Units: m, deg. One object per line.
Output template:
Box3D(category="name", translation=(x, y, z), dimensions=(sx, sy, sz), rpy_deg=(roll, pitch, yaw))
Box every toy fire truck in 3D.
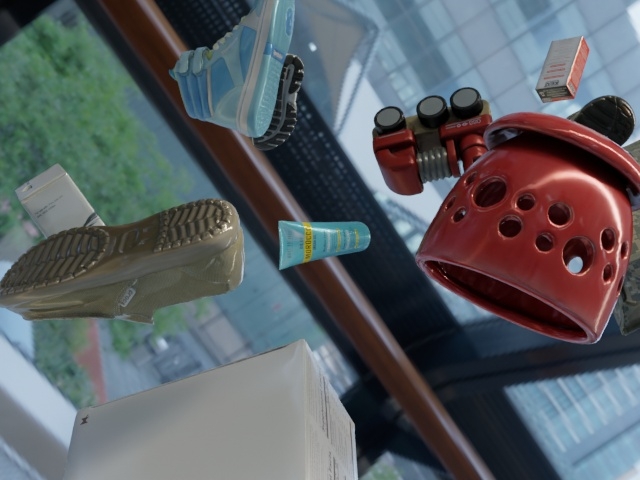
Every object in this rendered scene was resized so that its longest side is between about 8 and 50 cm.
Box3D(category="toy fire truck", translation=(0.215, -0.117, 1.809), dimensions=(0.158, 0.217, 0.246), rpy_deg=(65, 17, -49))

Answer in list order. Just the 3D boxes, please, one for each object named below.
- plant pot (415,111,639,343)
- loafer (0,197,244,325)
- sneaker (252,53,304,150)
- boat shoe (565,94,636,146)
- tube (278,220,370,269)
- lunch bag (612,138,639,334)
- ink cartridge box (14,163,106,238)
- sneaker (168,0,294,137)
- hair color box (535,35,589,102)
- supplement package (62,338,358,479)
Box3D(category="plant pot", translation=(0.212, -0.014, 0.981), dimensions=(0.191, 0.174, 0.191), rpy_deg=(28, -10, 5))
Box3D(category="loafer", translation=(-0.191, 0.038, 0.985), dimensions=(0.102, 0.269, 0.092), rpy_deg=(-75, 147, -51))
Box3D(category="sneaker", translation=(-0.092, -0.284, 2.062), dimensions=(0.081, 0.208, 0.094), rpy_deg=(12, 20, -27))
Box3D(category="boat shoe", translation=(0.429, -0.143, 1.874), dimensions=(0.122, 0.324, 0.120), rpy_deg=(56, 3, -4))
Box3D(category="tube", translation=(0.000, 0.000, 1.729), dimensions=(0.207, 0.052, 0.080), rpy_deg=(-7, 94, -47))
Box3D(category="lunch bag", translation=(0.507, -0.034, 1.418), dimensions=(0.235, 0.287, 0.169), rpy_deg=(-103, 169, -50))
Box3D(category="ink cartridge box", translation=(-0.390, -0.013, 1.636), dimensions=(0.208, 0.087, 0.153), rpy_deg=(57, -11, -20))
Box3D(category="sneaker", translation=(-0.174, -0.365, 1.921), dimensions=(0.208, 0.319, 0.127), rpy_deg=(12, -7, 16))
Box3D(category="hair color box", translation=(0.489, -0.345, 2.059), dimensions=(0.072, 0.141, 0.043), rpy_deg=(-2, -39, 39))
Box3D(category="supplement package", translation=(-0.107, 0.248, 1.004), dimensions=(0.204, 0.262, 0.145), rpy_deg=(-93, 160, -52))
